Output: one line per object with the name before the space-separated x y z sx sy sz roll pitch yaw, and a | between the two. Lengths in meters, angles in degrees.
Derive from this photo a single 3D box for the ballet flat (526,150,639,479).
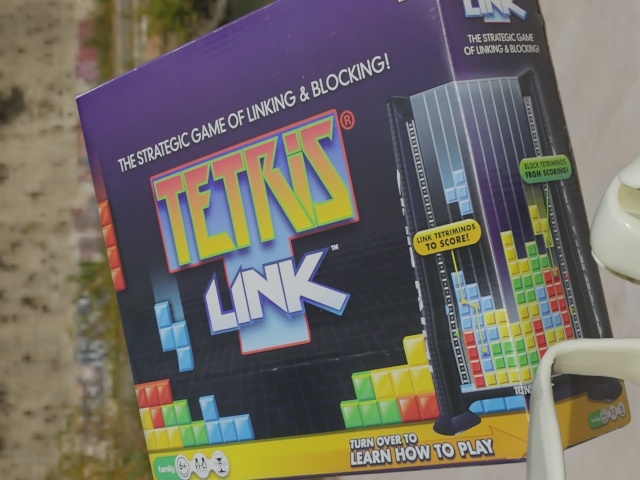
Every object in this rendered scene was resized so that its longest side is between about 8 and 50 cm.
ballet flat | 0.089 0.018 0.300 0.080 0.073 0.232 93 -166 -55

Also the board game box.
board game box | 0.000 0.000 0.412 0.170 0.048 0.141 -16 87 46
